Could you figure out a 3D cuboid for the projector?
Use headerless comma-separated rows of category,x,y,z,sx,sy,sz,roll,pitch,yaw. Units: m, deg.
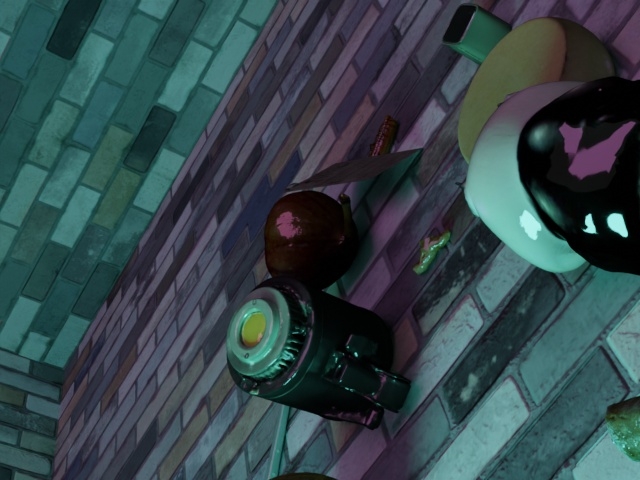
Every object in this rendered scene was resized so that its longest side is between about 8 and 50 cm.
projector,0.281,-0.372,1.697,0.083,0.082,0.083,-64,24,5

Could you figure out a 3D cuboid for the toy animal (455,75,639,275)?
toy animal,0.318,-0.088,1.143,0.310,0.251,0.250,12,78,55

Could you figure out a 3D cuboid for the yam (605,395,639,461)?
yam,0.373,0.181,0.965,0.179,0.078,0.078,-33,39,51

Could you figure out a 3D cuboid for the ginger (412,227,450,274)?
ginger,0.184,0.011,1.601,0.097,0.030,0.048,-55,27,21

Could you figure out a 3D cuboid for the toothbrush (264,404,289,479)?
toothbrush,-0.073,0.331,1.854,0.030,0.025,0.342,-42,32,51

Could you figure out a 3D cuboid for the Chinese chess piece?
Chinese chess piece,0.322,-0.207,1.425,0.273,0.102,0.273,-46,31,39

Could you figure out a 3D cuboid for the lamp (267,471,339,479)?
lamp,-0.028,0.472,1.368,0.284,0.250,0.250,90,-174,-56

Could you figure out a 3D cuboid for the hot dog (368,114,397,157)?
hot dog,0.124,-0.201,1.931,0.049,0.037,0.122,1,70,62

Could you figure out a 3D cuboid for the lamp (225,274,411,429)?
lamp,-0.029,0.178,1.590,0.205,0.272,0.374,-65,22,-3

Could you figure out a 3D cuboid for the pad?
pad,0.059,-0.140,1.851,0.159,0.009,0.265,-31,17,-37

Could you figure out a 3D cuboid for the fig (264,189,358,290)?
fig,0.008,0.004,1.827,0.250,0.186,0.203,2,78,46
